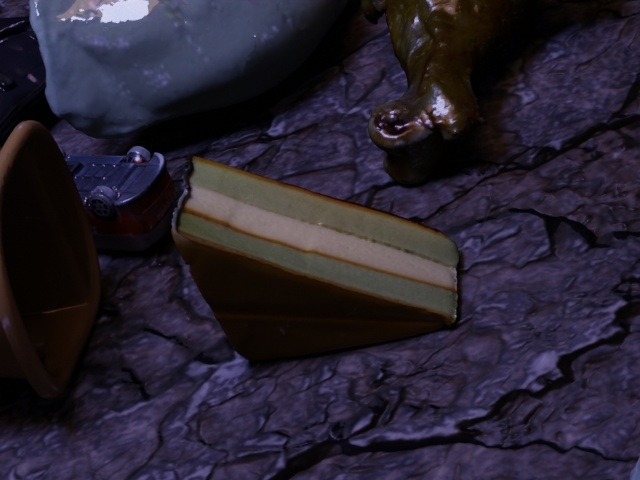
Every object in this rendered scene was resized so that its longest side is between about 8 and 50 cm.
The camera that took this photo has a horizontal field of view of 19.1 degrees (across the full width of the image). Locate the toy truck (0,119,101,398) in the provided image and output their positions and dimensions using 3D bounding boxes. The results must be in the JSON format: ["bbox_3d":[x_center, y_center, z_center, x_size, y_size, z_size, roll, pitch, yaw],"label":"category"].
[{"bbox_3d":[-0.309,0.017,1.563,0.212,0.204,0.288,-11,34,9],"label":"toy truck"}]

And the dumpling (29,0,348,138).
[{"bbox_3d":[-0.131,-0.229,1.837,0.270,0.212,0.320,31,33,6],"label":"dumpling"}]

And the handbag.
[{"bbox_3d":[-0.343,-0.160,1.939,0.211,0.088,0.254,2,36,33],"label":"handbag"}]

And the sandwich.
[{"bbox_3d":[0.000,0.000,1.480,0.187,0.144,0.117,-12,37,14],"label":"sandwich"}]

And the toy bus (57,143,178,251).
[{"bbox_3d":[-0.206,-0.036,1.695,0.174,0.077,0.079,5,41,32],"label":"toy bus"}]

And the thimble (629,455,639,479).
[{"bbox_3d":[0.271,0.174,1.067,0.211,0.185,0.149,-47,23,24],"label":"thimble"}]

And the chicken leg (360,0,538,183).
[{"bbox_3d":[0.138,-0.211,1.725,0.211,0.140,0.361,-31,40,22],"label":"chicken leg"}]
